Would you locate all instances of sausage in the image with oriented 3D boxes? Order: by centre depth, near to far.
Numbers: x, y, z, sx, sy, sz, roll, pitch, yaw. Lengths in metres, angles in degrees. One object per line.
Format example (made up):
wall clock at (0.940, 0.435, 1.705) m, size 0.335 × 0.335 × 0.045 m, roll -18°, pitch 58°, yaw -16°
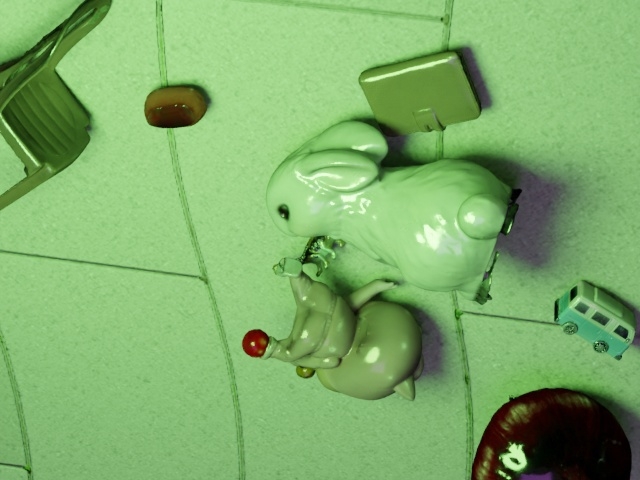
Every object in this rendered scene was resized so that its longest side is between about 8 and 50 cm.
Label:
sausage at (-0.208, -0.192, 1.934) m, size 0.094 × 0.054 × 0.059 m, roll -4°, pitch 125°, yaw 14°

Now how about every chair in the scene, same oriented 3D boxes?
chair at (-0.388, -0.191, 1.899) m, size 0.326 × 0.176 × 0.183 m, roll -23°, pitch 109°, yaw 32°

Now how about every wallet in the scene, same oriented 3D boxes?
wallet at (0.140, -0.202, 1.869) m, size 0.152 × 0.039 × 0.118 m, roll -10°, pitch 123°, yaw 22°

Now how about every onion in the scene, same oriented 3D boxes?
onion at (0.375, 0.375, 2.104) m, size 0.273 × 0.285 × 0.273 m, roll -9°, pitch 114°, yaw -22°

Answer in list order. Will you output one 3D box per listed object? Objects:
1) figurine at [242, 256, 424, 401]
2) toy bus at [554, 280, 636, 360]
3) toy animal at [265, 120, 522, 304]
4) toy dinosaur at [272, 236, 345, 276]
figurine at (0.025, 0.143, 2.067) m, size 0.287 × 0.176 × 0.186 m, roll 21°, pitch 149°, yaw -27°
toy bus at (0.420, 0.118, 2.035) m, size 0.123 × 0.060 × 0.075 m, roll 31°, pitch 122°, yaw -9°
toy animal at (0.096, -0.049, 1.903) m, size 0.357 × 0.194 × 0.258 m, roll 18°, pitch 151°, yaw 7°
toy dinosaur at (0.009, 0.012, 2.048) m, size 0.180 × 0.037 × 0.058 m, roll -38°, pitch 105°, yaw 11°
